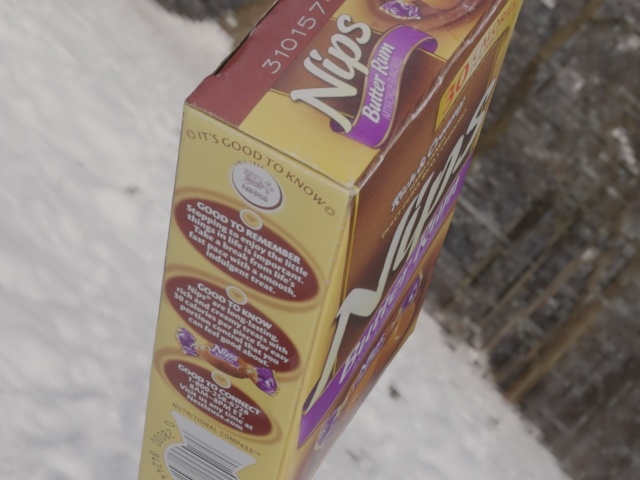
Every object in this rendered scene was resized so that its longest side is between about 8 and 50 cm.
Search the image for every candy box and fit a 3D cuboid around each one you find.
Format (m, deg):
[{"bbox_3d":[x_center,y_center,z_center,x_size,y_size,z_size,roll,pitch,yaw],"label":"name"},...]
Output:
[{"bbox_3d":[0.000,0.000,0.480,0.053,0.109,0.187,28,-37,13],"label":"candy box"}]
